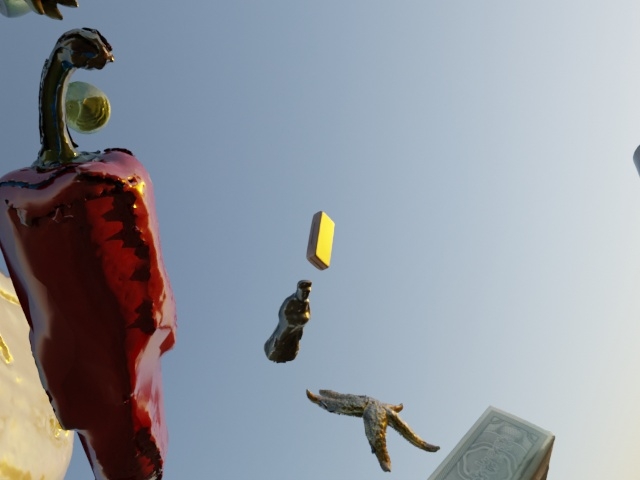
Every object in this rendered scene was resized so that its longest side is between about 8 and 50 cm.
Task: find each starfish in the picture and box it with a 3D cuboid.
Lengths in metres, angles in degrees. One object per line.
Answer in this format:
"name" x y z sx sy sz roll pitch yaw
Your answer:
"starfish" 0.083 0.268 0.798 0.176 0.208 0.053 12 -76 -60

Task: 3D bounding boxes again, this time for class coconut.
"coconut" -0.400 -0.223 0.883 0.088 0.096 0.087 1 -93 -19

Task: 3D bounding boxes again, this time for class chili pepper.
"chili pepper" -0.163 0.051 0.391 0.110 0.110 0.387 -20 -66 -39

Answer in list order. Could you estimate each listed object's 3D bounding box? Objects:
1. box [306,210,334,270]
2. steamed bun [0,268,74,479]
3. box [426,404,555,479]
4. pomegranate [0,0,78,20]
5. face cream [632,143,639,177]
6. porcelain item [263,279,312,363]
"box" 0.000 0.000 0.962 0.048 0.025 0.115 46 -143 -36
"steamed bun" -0.436 0.184 0.552 0.233 0.312 0.333 -25 -43 -1
"box" 0.140 0.310 0.491 0.164 0.069 0.256 -23 -59 -45
"pomegranate" -0.580 -0.582 1.002 0.216 0.358 0.309 -48 -7 -24
"face cream" 0.355 0.012 0.460 0.077 0.077 0.250 40 -140 -48
"porcelain item" -0.058 0.173 1.154 0.081 0.069 0.215 6 -57 -26
